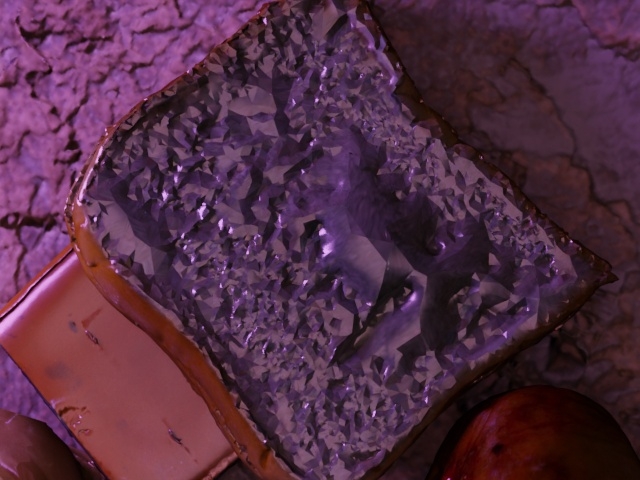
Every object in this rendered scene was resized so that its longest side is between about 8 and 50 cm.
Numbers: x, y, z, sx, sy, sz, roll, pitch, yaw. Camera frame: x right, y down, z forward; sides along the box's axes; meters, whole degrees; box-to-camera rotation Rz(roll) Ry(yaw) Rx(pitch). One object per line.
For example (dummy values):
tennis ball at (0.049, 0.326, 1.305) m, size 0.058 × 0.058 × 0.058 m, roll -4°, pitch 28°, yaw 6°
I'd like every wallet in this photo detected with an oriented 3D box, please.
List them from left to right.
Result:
wallet at (-0.116, 0.080, 1.389) m, size 0.161 × 0.042 × 0.195 m, roll -42°, pitch 84°, yaw -3°

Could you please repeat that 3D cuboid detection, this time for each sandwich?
sandwich at (0.000, 0.000, 1.335) m, size 0.271 × 0.099 × 0.301 m, roll -40°, pitch 86°, yaw -12°

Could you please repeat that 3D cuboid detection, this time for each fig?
fig at (0.174, 0.236, 1.304) m, size 0.190 × 0.190 × 0.290 m, roll -34°, pitch 101°, yaw 2°

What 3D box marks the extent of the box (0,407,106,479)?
box at (-0.237, 0.154, 1.363) m, size 0.177 × 0.111 × 0.111 m, roll 20°, pitch 90°, yaw 4°
